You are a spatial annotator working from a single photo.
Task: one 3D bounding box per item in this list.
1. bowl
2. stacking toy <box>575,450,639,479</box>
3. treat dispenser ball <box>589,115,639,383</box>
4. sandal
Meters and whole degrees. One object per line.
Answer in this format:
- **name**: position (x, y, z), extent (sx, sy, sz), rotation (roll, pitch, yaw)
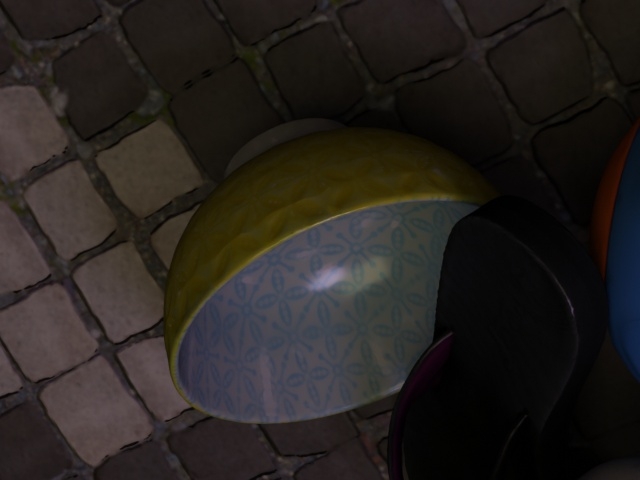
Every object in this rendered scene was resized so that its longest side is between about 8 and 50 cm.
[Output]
- **bowl**: position (0.000, 0.000, 1.396), extent (0.289, 0.289, 0.156), rotation (-37, 56, 21)
- **stacking toy**: position (0.318, 0.407, 1.278), extent (0.351, 0.350, 0.480), rotation (2, 110, 12)
- **treat dispenser ball**: position (0.333, 0.007, 1.267), extent (0.288, 0.288, 0.288), rotation (4, 110, 12)
- **sandal**: position (0.110, 0.147, 1.376), extent (0.167, 0.107, 0.446), rotation (40, 148, 31)
